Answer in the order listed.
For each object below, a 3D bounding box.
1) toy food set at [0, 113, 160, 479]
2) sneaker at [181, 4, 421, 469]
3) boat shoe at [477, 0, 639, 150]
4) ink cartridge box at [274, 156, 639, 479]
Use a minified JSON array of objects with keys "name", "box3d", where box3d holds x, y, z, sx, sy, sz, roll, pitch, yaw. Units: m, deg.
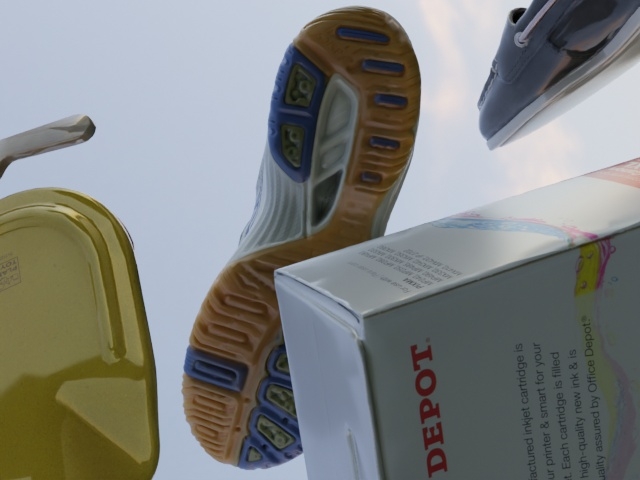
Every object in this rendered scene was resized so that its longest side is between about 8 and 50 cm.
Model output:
[{"name":"toy food set","box3d":[-0.129,0.049,0.671,0.071,0.128,0.218,48,-156,-55]},{"name":"sneaker","box3d":[0.000,0.000,0.874,0.131,0.112,0.296,-64,-6,-78]},{"name":"boat shoe","box3d":[0.194,-0.172,0.957,0.112,0.335,0.095,-27,-99,-30]},{"name":"ink cartridge box","box3d":[0.081,0.051,0.508,0.175,0.072,0.127,-16,-70,-22]}]
